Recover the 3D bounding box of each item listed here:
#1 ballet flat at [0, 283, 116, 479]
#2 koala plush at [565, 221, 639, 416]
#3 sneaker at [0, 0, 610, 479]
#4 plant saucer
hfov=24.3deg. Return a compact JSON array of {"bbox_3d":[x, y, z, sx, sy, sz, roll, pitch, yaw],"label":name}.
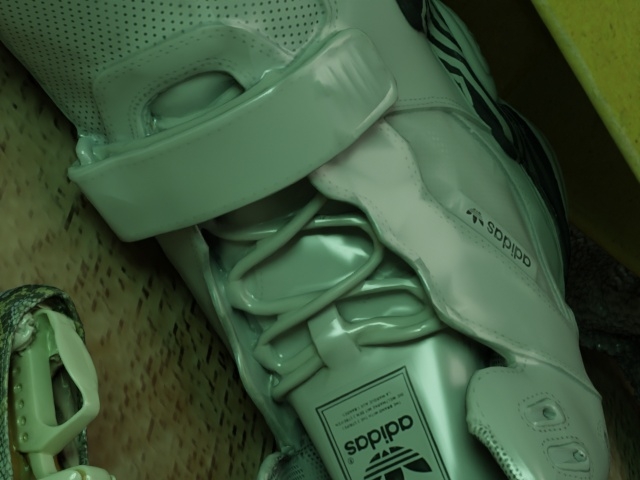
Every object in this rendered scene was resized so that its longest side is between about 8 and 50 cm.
[{"bbox_3d":[-0.080,0.063,0.434,0.041,0.041,0.114,25,48,-52],"label":"ballet flat"},{"bbox_3d":[0.243,0.082,0.897,0.196,0.203,0.221,-50,135,-51],"label":"koala plush"},{"bbox_3d":[0.000,0.000,0.519,0.366,0.137,0.210,40,34,-47],"label":"sneaker"},{"bbox_3d":[0.073,-0.147,0.667,0.333,0.081,0.333,53,0,-24],"label":"plant saucer"}]
